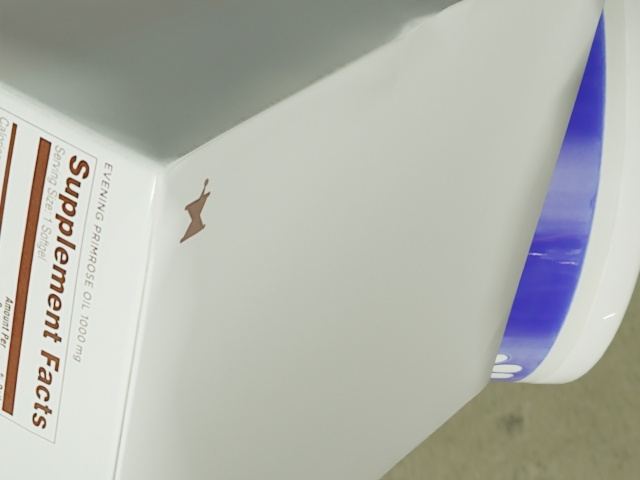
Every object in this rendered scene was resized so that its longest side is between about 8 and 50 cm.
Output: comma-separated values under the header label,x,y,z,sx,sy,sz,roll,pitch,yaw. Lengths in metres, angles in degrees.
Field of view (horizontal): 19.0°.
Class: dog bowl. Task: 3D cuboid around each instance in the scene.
label,x,y,z,sx,sy,sz,roll,pitch,yaw
dog bowl,0.078,-0.061,0.972,0.104,0.265,0.265,2,111,-12

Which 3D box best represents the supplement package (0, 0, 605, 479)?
label,x,y,z,sx,sy,sz,roll,pitch,yaw
supplement package,-0.071,-0.027,0.465,0.203,0.194,0.149,27,124,23
